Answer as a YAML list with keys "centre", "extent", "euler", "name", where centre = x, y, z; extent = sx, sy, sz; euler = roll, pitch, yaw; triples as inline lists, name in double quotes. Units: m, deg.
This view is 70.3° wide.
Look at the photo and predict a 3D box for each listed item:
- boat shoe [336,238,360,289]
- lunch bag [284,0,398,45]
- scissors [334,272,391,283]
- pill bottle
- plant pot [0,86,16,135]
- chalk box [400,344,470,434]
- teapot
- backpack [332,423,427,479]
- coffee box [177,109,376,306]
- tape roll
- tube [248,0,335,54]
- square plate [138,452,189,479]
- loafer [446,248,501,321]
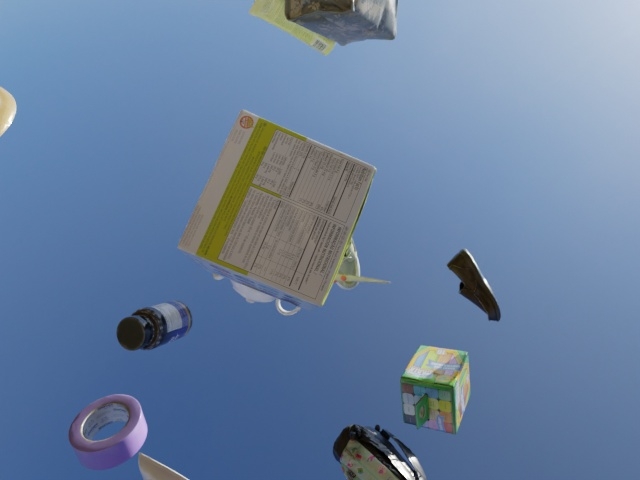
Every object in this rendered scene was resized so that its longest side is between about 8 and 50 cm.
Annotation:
- centre: [0.062, 0.028, 1.484]
  extent: [0.109, 0.302, 0.094]
  euler: [-18, -166, -6]
  name: "boat shoe"
- centre: [0.048, -0.563, 0.893]
  extent: [0.169, 0.235, 0.287]
  euler: [8, -77, 28]
  name: "lunch bag"
- centre: [0.047, 0.098, 1.304]
  extent: [0.297, 0.109, 0.021]
  euler: [-8, -156, 25]
  name: "scissors"
- centre: [-0.483, 0.250, 1.330]
  extent: [0.122, 0.219, 0.123]
  euler: [0, -89, 16]
  name: "pill bottle"
- centre: [-0.587, -0.181, 0.676]
  extent: [0.236, 0.032, 0.236]
  euler: [-1, -128, 1]
  name: "plant pot"
- centre: [0.278, 0.371, 1.110]
  extent: [0.132, 0.132, 0.213]
  euler: [2, -161, 28]
  name: "chalk box"
- centre: [-0.204, 0.128, 1.535]
  extent: [0.256, 0.252, 0.187]
  euler: [41, -64, 57]
  name: "teapot"
- centre: [0.122, 0.465, 0.916]
  extent: [0.182, 0.152, 0.115]
  euler: [34, -83, 40]
  name: "backpack"
- centre: [-0.100, -0.044, 1.121]
  extent: [0.334, 0.337, 0.338]
  euler: [22, -102, -2]
  name: "coffee box"
- centre: [-0.588, 0.529, 1.265]
  extent: [0.189, 0.080, 0.189]
  euler: [-2, -151, 1]
  name: "tape roll"
- centre: [-0.066, -0.587, 1.217]
  extent: [0.062, 0.240, 0.070]
  euler: [-2, -108, 56]
  name: "tube"
- centre: [-0.399, 0.825, 1.358]
  extent: [0.347, 0.344, 0.049]
  euler: [7, -150, 33]
  name: "square plate"
- centre: [0.413, 0.128, 1.229]
  extent: [0.078, 0.080, 0.220]
  euler: [-30, -87, 18]
  name: "loafer"
